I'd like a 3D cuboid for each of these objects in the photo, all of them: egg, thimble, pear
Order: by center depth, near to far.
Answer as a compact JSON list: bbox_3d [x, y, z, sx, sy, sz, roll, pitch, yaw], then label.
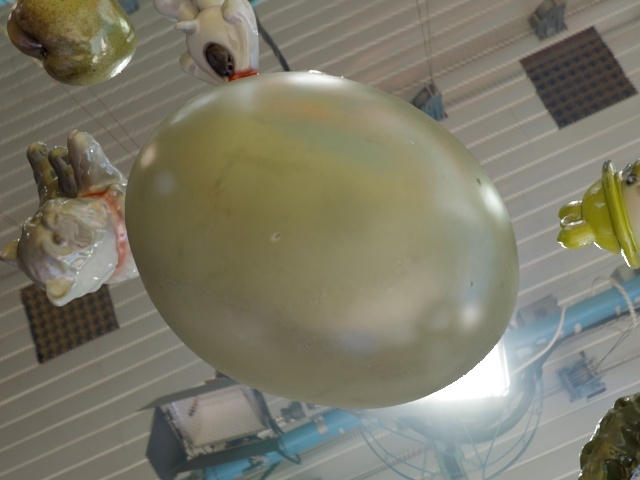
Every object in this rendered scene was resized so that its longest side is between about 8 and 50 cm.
[{"bbox_3d":[0.171,0.134,0.373,0.062,0.084,0.109,27,-105,-8],"label":"thimble"},{"bbox_3d":[0.000,0.000,0.509,0.269,0.219,0.219,30,-101,12],"label":"egg"},{"bbox_3d":[-0.346,-0.296,1.051,0.167,0.167,0.136,28,-125,18],"label":"pear"}]

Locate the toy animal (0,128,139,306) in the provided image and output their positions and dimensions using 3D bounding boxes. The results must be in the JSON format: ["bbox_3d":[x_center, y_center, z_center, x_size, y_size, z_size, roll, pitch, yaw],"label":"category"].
[{"bbox_3d":[-0.340,-0.022,0.998,0.308,0.266,0.188,31,-108,18],"label":"toy animal"}]

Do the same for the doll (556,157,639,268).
[{"bbox_3d":[0.303,-0.046,0.584,0.241,0.099,0.135,-22,-128,27],"label":"doll"}]

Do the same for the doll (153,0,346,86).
[{"bbox_3d":[-0.078,-0.138,0.768,0.271,0.144,0.208,46,-56,21],"label":"doll"}]
